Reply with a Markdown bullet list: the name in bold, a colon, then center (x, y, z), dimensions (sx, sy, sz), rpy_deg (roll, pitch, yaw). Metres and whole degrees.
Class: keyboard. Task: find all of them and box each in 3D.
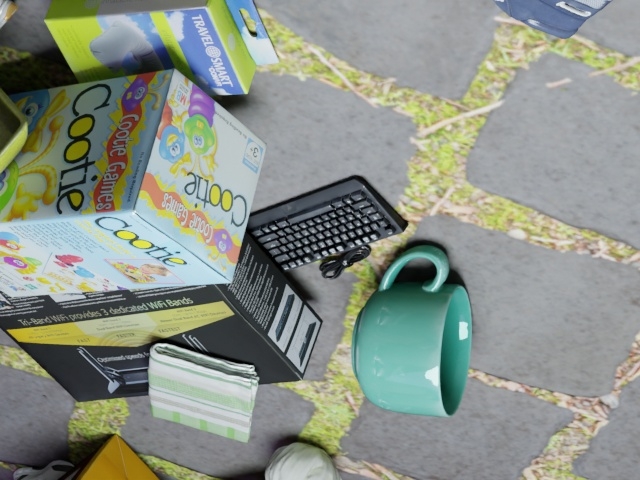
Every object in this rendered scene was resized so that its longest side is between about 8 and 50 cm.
- **keyboard**: center (0.000, 0.000, 1.804), dimensions (0.180, 0.023, 0.108), rpy_deg (-18, 132, 37)

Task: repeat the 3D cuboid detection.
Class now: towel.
- **towel**: center (-0.120, 0.155, 1.888), dimensions (0.113, 0.023, 0.152), rpy_deg (17, 151, 4)

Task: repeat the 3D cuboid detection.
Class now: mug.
- **mug**: center (0.088, 0.092, 1.821), dimensions (0.097, 0.157, 0.129), rpy_deg (4, 165, 18)

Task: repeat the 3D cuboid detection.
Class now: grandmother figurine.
- **grandmother figurine**: center (-0.043, 0.343, 2.192), dimensions (0.208, 0.104, 0.342), rpy_deg (9, 146, -6)

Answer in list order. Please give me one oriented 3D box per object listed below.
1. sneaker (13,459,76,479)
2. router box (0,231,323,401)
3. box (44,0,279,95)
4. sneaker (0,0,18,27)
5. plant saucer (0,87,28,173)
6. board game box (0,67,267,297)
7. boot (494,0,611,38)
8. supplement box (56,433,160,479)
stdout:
- **sneaker**: center (-0.337, 0.300, 2.277), dimensions (0.109, 0.043, 0.040), rpy_deg (-17, 130, 32)
- **router box**: center (-0.191, 0.056, 1.871), dimensions (0.309, 0.081, 0.243), rpy_deg (-8, 137, 34)
- **box**: center (-0.138, -0.173, 1.615), dimensions (0.178, 0.042, 0.109), rpy_deg (-2, 140, 21)
- **sneaker**: center (-0.303, -0.197, 1.654), dimensions (0.037, 0.032, 0.083), rpy_deg (42, 132, -10)
- **plant saucer**: center (-0.351, -0.078, 1.651), dimensions (0.188, 0.188, 0.045), rpy_deg (-48, 144, 5)
- **board game box**: center (-0.209, -0.047, 1.668), dimensions (0.275, 0.142, 0.144), rpy_deg (-4, 151, 36)
- **boot**: center (0.143, -0.220, 1.440), dimensions (0.190, 0.069, 0.086), rpy_deg (26, 138, -17)
- **supplement box**: center (-0.263, 0.375, 2.192), dimensions (0.194, 0.129, 0.191), rpy_deg (-38, 98, 28)
